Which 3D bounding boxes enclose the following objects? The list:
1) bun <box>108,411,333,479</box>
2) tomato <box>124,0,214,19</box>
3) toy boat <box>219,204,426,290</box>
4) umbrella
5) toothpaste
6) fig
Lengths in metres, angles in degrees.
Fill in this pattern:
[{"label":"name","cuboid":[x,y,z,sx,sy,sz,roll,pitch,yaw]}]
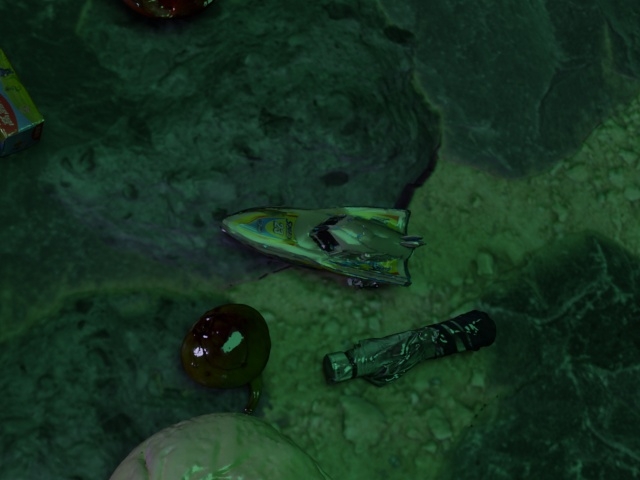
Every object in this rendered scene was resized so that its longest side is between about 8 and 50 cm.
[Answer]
[{"label":"bun","cuboid":[-0.076,0.267,0.887,0.243,0.153,0.244,5,74,-19]},{"label":"tomato","cuboid":[-0.176,-0.307,1.086,0.139,0.091,0.159,-43,116,-17]},{"label":"toy boat","cuboid":[0.000,0.000,1.051,0.210,0.066,0.085,8,68,-16]},{"label":"umbrella","cuboid":[0.093,0.113,1.055,0.188,0.046,0.050,-13,81,-23]},{"label":"toothpaste","cuboid":[-0.331,-0.180,0.995,0.044,0.070,0.193,-29,83,-27]},{"label":"fig","cuboid":[-0.081,0.107,0.988,0.098,0.082,0.084,51,37,-35]}]
